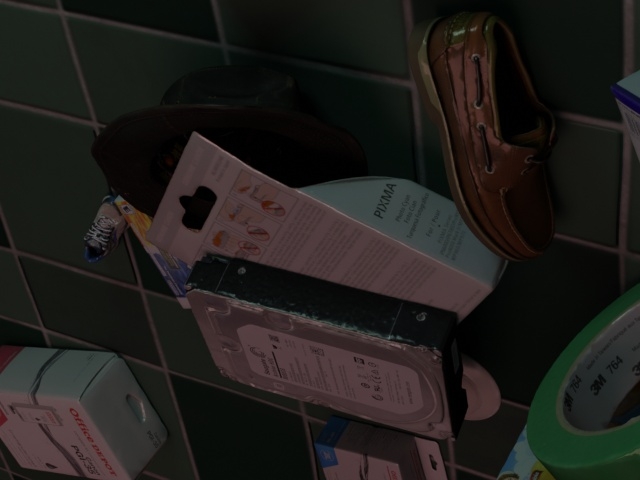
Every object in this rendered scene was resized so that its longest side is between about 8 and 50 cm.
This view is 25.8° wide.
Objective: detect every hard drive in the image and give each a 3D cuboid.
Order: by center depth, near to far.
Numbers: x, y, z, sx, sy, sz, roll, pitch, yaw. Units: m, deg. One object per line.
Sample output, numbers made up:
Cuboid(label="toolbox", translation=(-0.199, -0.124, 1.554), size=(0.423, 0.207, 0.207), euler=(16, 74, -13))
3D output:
Cuboid(label="hard drive", translation=(0.010, 0.137, 1.756), size=(0.339, 0.064, 0.237), euler=(15, 149, 19))

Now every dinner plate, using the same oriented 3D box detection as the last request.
Cuboid(label="dinner plate", translation=(0.177, 0.198, 1.899), size=(0.141, 0.017, 0.141), euler=(22, 141, 19))

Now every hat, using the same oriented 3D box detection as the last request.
Cuboid(label="hat", translation=(-0.099, -0.128, 1.660), size=(0.331, 0.134, 0.331), euler=(5, 153, 3))

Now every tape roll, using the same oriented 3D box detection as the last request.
Cuboid(label="tape roll", translation=(0.362, 0.140, 1.449), size=(0.077, 0.321, 0.321), euler=(48, 140, -13))

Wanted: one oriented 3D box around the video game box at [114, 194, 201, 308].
Cuboid(label="video game box", translation=(-0.163, 0.006, 1.935), size=(0.187, 0.048, 0.205), euler=(-6, 126, 38))

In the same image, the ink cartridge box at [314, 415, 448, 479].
Cuboid(label="ink cartridge box", translation=(0.090, 0.332, 2.065), size=(0.180, 0.060, 0.104), euler=(9, 134, 30))

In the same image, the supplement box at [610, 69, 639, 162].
Cuboid(label="supplement box", translation=(0.385, -0.069, 1.356), size=(0.220, 0.114, 0.111), euler=(63, 175, -30))

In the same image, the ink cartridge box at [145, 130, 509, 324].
Cuboid(label="ink cartridge box", translation=(0.000, 0.000, 1.693), size=(0.385, 0.091, 0.308), euler=(28, 151, -4))

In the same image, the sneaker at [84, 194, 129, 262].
Cuboid(label="sneaker", translation=(-0.311, -0.011, 2.020), size=(0.052, 0.058, 0.135), euler=(32, 141, 6))

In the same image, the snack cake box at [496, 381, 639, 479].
Cuboid(label="snack cake box", translation=(0.319, 0.248, 1.639), size=(0.152, 0.264, 0.089), euler=(4, 131, 34))

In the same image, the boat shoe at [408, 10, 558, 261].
Cuboid(label="boat shoe", translation=(0.196, -0.102, 1.498), size=(0.104, 0.110, 0.307), euler=(-3, 128, 40))

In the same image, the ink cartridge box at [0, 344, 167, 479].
Cuboid(label="ink cartridge box", translation=(-0.430, 0.292, 2.373), size=(0.283, 0.117, 0.207), euler=(0, 129, 37))
